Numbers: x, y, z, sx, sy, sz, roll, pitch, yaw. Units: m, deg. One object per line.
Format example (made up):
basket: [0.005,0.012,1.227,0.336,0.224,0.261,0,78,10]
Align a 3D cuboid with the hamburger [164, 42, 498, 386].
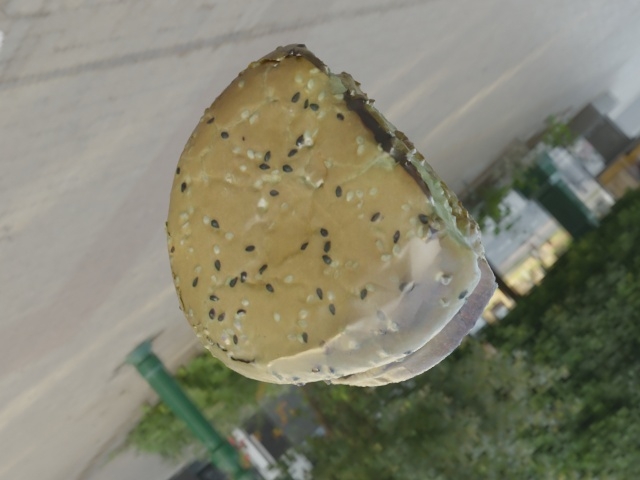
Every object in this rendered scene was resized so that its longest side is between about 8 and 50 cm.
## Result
hamburger: [0.000,0.000,1.091,0.277,0.318,0.195,-47,155,14]
